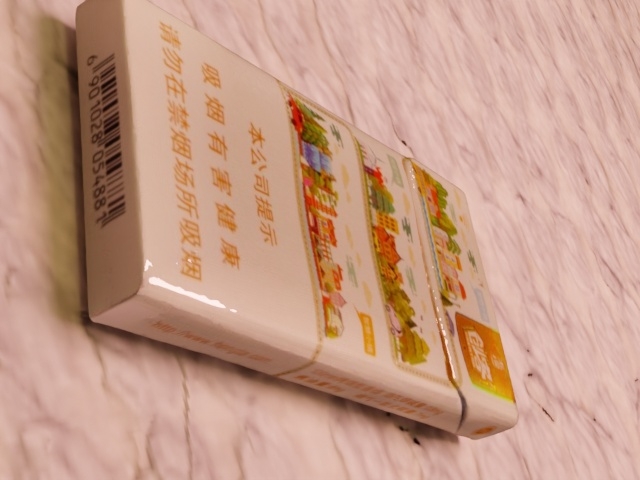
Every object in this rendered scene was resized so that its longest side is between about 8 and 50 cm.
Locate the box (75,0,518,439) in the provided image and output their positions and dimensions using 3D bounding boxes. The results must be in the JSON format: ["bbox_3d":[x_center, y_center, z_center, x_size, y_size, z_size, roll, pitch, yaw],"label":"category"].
[{"bbox_3d":[-0.001,0.000,0.456,0.220,0.032,0.122,25,46,-47],"label":"box"}]
